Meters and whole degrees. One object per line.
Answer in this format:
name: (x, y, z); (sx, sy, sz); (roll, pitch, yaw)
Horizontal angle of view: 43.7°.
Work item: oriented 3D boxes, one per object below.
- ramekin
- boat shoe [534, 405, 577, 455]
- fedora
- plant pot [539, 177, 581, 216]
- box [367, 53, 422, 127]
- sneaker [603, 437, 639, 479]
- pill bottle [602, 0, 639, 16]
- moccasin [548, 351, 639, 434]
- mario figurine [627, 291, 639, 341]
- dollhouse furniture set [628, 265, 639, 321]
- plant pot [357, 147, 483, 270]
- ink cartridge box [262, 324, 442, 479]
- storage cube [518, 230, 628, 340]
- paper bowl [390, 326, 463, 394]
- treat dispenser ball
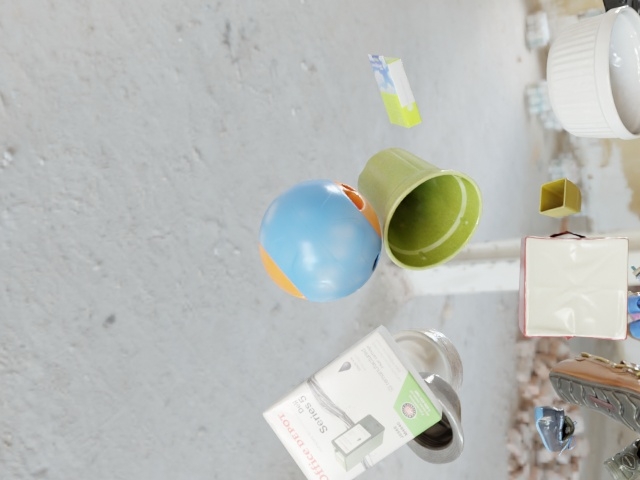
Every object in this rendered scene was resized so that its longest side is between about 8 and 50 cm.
ramekin: (0.449, -0.261, 1.280); (0.207, 0.109, 0.207); (1, 88, -48)
boat shoe: (0.653, 0.524, 2.176); (0.258, 0.089, 0.109); (43, 42, -55)
fedora: (0.316, 0.483, 2.264); (0.124, 0.244, 0.275); (-33, 86, -43)
plant pot: (0.613, -0.100, 2.010); (0.083, 0.081, 0.081); (19, 70, -28)
box: (0.172, -0.355, 1.859); (0.178, 0.042, 0.109); (68, -11, -20)
sneaker: (0.809, 0.583, 2.068); (0.087, 0.130, 0.227); (63, 8, 31)
pill bottle: (0.637, -0.463, 1.441); (0.123, 0.219, 0.122); (163, -90, -82)
moccasin: (0.653, 0.315, 1.675); (0.147, 0.380, 0.139); (-34, 101, -16)
mario figurine: (0.889, 0.171, 1.927); (0.170, 0.320, 0.198); (-39, 92, -21)
dollhouse furniture set: (0.991, 0.149, 2.232); (0.303, 0.286, 0.198); (29, 24, -50)
plant pot: (0.226, -0.106, 2.021); (0.254, 0.276, 0.276); (52, -6, 50)
ink cartridge box: (0.061, 0.319, 1.496); (0.198, 0.273, 0.115); (54, 7, 6)
storage cube: (0.475, 0.087, 1.513); (0.193, 0.184, 0.214); (5, 87, -78)
paper bowl: (0.303, 0.426, 2.570); (0.148, 0.284, 0.284); (-4, 90, -52)
treat dispenser ball: (0.000, 0.000, 1.858); (0.288, 0.288, 0.288); (15, 73, -61)
